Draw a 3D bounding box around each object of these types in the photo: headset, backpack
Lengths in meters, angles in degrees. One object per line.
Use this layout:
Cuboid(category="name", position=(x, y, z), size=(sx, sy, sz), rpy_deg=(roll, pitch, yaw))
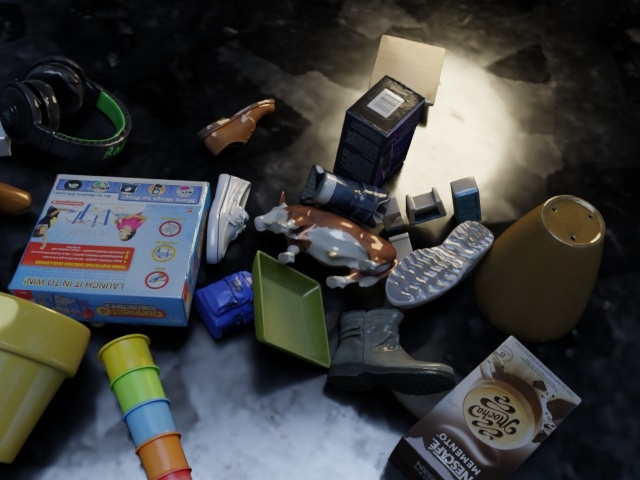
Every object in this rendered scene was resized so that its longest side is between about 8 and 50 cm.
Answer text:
Cuboid(category="headset", position=(-0.583, -0.319, 1.568), size=(0.394, 0.185, 0.243), rpy_deg=(27, 36, -6))
Cuboid(category="backpack", position=(-0.162, 0.115, 1.408), size=(0.120, 0.101, 0.098), rpy_deg=(-22, 68, -25))

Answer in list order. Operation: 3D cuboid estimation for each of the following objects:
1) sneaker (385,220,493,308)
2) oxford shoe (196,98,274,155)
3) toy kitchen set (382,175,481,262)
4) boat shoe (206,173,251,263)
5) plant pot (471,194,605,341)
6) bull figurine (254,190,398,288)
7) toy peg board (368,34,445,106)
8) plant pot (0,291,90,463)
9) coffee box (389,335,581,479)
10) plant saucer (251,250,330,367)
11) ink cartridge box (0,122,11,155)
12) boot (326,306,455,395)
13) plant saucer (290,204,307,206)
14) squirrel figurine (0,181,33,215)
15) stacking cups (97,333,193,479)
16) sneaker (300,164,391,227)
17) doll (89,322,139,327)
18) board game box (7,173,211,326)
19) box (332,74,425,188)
Cuboid(category="sneaker", position=(0.236, 0.070, 1.468), size=(0.281, 0.115, 0.105), rpy_deg=(-27, 56, -33))
Cuboid(category="oxford shoe", position=(-0.178, -0.256, 1.692), size=(0.212, 0.076, 0.076), rpy_deg=(-36, 97, -30))
Cuboid(category="toy kitchen set", position=(0.246, -0.011, 1.561), size=(0.207, 0.122, 0.166), rpy_deg=(-16, 57, 6))
Cuboid(category="boat shoe", position=(-0.184, -0.049, 1.526), size=(0.076, 0.083, 0.226), rpy_deg=(6, 54, -2))
Cuboid(category="plant pot", position=(0.441, 0.035, 1.449), size=(0.237, 0.254, 0.237), rpy_deg=(3, 56, -4))
Cuboid(category="bull figurine", position=(0.000, 0.000, 1.453), size=(0.311, 0.101, 0.188), rpy_deg=(19, 23, 13))
Cuboid(category="toy peg board", position=(0.210, -0.402, 1.840), size=(0.161, 0.079, 0.160), rpy_deg=(13, 71, 2))
Cuboid(category="plant pot", position=(-0.536, 0.222, 1.212), size=(0.254, 0.254, 0.238), rpy_deg=(15, 71, 3))
Cuboid(category="coffee box", position=(0.287, 0.330, 1.305), size=(0.297, 0.119, 0.168), rpy_deg=(-36, 68, -27))
Cuboid(category="plant saucer", position=(-0.064, 0.137, 1.389), size=(0.045, 0.188, 0.188), rpy_deg=(-29, 51, 27))
Cuboid(category="ink cartridge box", position=(-0.741, -0.231, 1.589), size=(0.151, 0.063, 0.109), rpy_deg=(-7, 57, -13))
Cuboid(category="boot", position=(0.131, 0.189, 1.357), size=(0.247, 0.083, 0.161), rpy_deg=(-2, 52, 27))
Cuboid(category="plant saucer", position=(-0.044, -0.046, 1.584), size=(0.084, 0.015, 0.083), rpy_deg=(4, 55, -5))
Cuboid(category="squirrel figurine", position=(-0.789, 0.010, 1.337), size=(0.397, 0.281, 0.370), rpy_deg=(3, 65, 12))
Cuboid(category="stacking cups", position=(-0.289, 0.314, 1.256), size=(0.096, 0.096, 0.316), rpy_deg=(-16, 60, -18))
Cuboid(category="sneaker", position=(0.053, -0.091, 1.554), size=(0.164, 0.226, 0.086), rpy_deg=(18, 97, -15))
Cuboid(category="doll", position=(-0.355, 0.108, 1.417), size=(0.189, 0.046, 0.129), rpy_deg=(-32, 59, -28))
Cuboid(category="board game box", position=(-0.381, 0.011, 1.415), size=(0.308, 0.086, 0.301), rpy_deg=(4, 47, 1))
Cuboid(category="box", position=(0.123, -0.223, 1.612), size=(0.108, 0.207, 0.153), rpy_deg=(35, 59, 15))
